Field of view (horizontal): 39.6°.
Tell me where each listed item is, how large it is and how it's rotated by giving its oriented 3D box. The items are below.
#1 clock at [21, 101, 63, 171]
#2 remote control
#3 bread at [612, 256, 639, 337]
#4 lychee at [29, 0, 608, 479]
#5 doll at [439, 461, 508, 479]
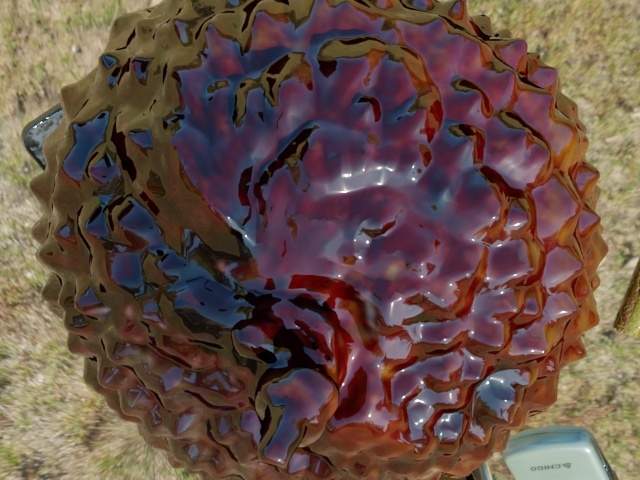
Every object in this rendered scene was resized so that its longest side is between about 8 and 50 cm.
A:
[{"bbox_3d":[-0.338,-0.163,1.536,0.273,0.279,0.049,-36,49,-8],"label":"clock"},{"bbox_3d":[0.380,0.383,1.318,0.296,0.140,0.056,58,31,-30],"label":"remote control"},{"bbox_3d":[0.373,0.065,1.037,0.035,0.090,0.094,22,94,20],"label":"bread"},{"bbox_3d":[0.000,0.000,0.659,0.424,0.500,0.425,-1,116,-2],"label":"lychee"},{"bbox_3d":[0.054,0.279,0.829,0.271,0.208,0.144,-7,91,-50],"label":"doll"}]
